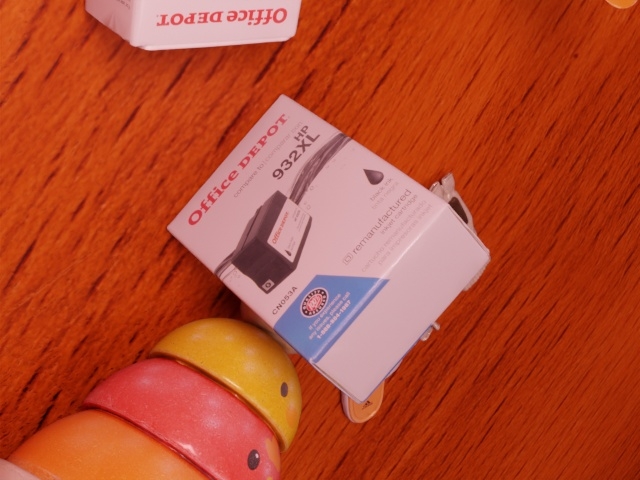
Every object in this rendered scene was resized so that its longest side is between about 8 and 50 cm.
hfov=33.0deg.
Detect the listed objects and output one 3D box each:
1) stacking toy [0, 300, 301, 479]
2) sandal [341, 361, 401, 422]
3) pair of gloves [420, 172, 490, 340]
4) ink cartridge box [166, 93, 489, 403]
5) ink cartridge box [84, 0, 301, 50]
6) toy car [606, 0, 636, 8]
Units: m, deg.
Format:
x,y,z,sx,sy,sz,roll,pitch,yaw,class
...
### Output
x,y,z,sx,sy,sz,roll,pitch,yaw,class
-0.140,0.211,1.329,0.480,0.351,0.350,-56,143,-22,stacking toy
0.082,0.193,1.638,0.102,0.076,0.265,-30,135,-24,sandal
0.149,0.042,1.575,0.240,0.042,0.204,-45,125,-20,pair of gloves
0.000,0.000,1.240,0.223,0.307,0.129,-49,138,-2,ink cartridge box
-0.108,-0.335,1.038,0.198,0.115,0.272,-12,126,-37,ink cartridge box
0.270,-0.352,1.223,0.210,0.238,0.219,-17,153,-22,toy car
